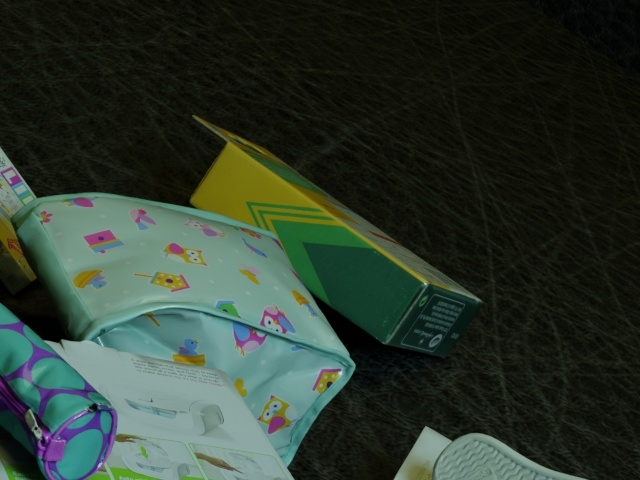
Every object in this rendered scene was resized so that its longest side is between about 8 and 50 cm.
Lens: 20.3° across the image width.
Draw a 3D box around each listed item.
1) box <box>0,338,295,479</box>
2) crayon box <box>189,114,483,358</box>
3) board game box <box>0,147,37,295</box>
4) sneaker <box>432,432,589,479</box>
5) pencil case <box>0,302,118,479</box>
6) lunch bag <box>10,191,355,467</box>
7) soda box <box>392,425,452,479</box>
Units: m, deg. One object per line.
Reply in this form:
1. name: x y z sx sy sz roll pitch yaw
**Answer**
1. box: -0.157 0.186 1.298 0.262 0.127 0.231 11 25 -35
2. crayon box: 0.000 0.000 1.910 0.323 0.083 0.203 36 6 22
3. board game box: -0.304 -0.030 1.680 0.154 0.026 0.103 54 22 -2
4. sneaker: 0.211 0.254 1.421 0.256 0.094 0.151 33 -12 50
5. pencil case: -0.203 0.096 1.201 0.151 0.064 0.070 37 12 30
6. lunch bag: -0.136 0.067 1.564 0.262 0.160 0.223 19 22 -35
7. soda box: 0.080 0.240 1.524 0.069 0.074 0.216 29 21 6
